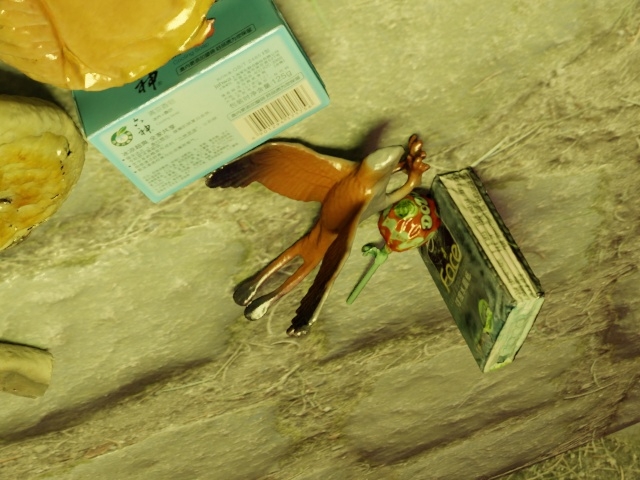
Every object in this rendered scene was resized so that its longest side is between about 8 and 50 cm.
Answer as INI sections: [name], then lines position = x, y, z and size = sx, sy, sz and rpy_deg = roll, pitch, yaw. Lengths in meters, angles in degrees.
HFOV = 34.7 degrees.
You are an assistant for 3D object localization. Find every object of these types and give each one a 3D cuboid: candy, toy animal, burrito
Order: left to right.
[burrito]
position = -0.433, 0.162, 1.341
size = 0.087, 0.060, 0.226
rpy_deg = -32, 148, 20
[toy animal]
position = 0.020, -0.013, 1.338
size = 0.302, 0.225, 0.284
rpy_deg = -32, 167, -10
[candy]
position = 0.092, 0.022, 1.496
size = 0.084, 0.078, 0.288
rpy_deg = -29, 163, -32

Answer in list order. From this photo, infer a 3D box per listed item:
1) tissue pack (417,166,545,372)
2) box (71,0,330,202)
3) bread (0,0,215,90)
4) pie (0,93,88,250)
[tissue pack]
position = 0.218, 0.040, 1.432
size = 0.073, 0.235, 0.173
rpy_deg = -13, 146, -17
[box]
position = -0.123, -0.153, 1.082
size = 0.232, 0.083, 0.142
rpy_deg = -28, 147, 7
[bread]
position = -0.206, -0.245, 0.840
size = 0.274, 0.149, 0.274
rpy_deg = -26, 151, -16
[pie]
position = -0.383, -0.039, 1.015
size = 0.339, 0.077, 0.339
rpy_deg = -25, 163, -8
